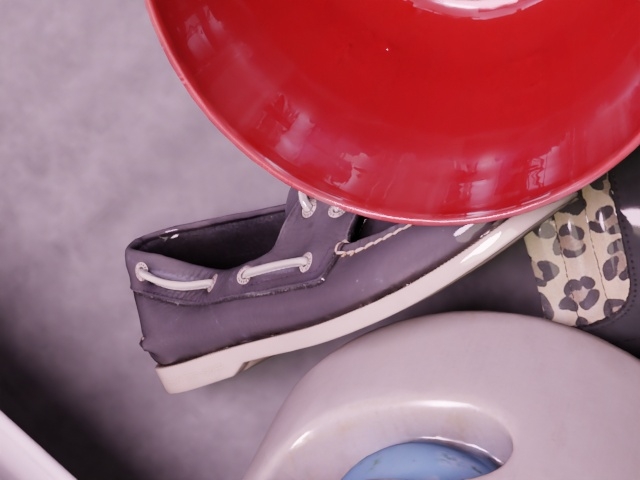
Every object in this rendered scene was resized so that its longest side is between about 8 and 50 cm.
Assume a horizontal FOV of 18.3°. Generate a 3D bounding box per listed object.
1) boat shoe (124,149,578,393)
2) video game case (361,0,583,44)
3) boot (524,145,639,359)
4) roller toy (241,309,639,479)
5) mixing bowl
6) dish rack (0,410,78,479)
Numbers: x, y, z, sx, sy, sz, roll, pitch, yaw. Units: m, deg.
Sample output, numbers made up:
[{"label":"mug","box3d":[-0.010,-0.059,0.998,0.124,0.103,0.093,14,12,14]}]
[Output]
[{"label":"boat shoe","box3d":[0.000,0.000,0.715,0.206,0.075,0.065,-24,93,44]},{"label":"video game case","box3d":[0.071,-0.213,0.660,0.329,0.036,0.300,-21,105,21]},{"label":"boot","box3d":[0.182,0.032,0.731,0.178,0.085,0.236,-15,106,16]},{"label":"roller toy","box3d":[0.052,0.138,0.700,0.191,0.146,0.209,28,126,0]},{"label":"mixing bowl","box3d":[0.041,-0.106,0.636,0.181,0.098,0.181,6,114,13]},{"label":"dish rack","box3d":[-0.226,0.151,0.685,0.285,0.072,0.333,-43,106,7]}]
